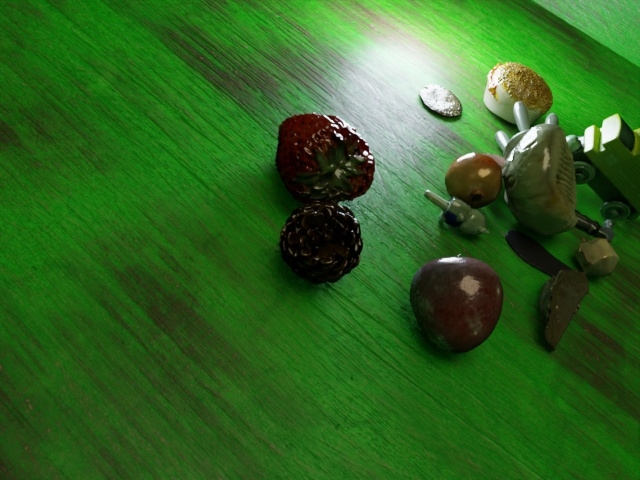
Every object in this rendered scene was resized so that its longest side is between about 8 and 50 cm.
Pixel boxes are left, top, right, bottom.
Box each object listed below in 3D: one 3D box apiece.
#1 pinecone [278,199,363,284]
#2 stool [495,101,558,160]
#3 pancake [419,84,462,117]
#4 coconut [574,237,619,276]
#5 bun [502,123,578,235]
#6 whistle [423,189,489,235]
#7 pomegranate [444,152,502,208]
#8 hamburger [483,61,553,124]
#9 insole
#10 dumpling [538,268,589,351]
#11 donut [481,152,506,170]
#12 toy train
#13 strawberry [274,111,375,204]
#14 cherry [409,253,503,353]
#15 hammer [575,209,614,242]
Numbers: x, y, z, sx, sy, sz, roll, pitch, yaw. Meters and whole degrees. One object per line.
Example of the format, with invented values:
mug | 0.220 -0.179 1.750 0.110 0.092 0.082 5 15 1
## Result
pinecone | 0.000 0.000 1.324 0.224 0.272 0.225 -2 78 10
stool | 0.787 -0.381 1.932 0.195 0.195 0.199 18 45 -4
pancake | 0.492 -0.570 2.084 0.199 0.021 0.199 9 51 -12
coconut | 0.907 0.064 1.672 0.116 0.116 0.122 2 48 -17
bun | 0.718 -0.200 1.702 0.365 0.219 0.366 15 72 -53
whistle | 0.434 -0.085 1.635 0.244 0.092 0.110 31 21 0
pomegranate | 0.506 -0.193 1.694 0.191 0.191 0.191 10 51 -12
hamburger | 0.825 -0.617 2.132 0.294 0.179 0.276 30 49 6
insole | 0.741 0.068 1.677 0.309 0.012 0.110 34 52 9
dumpling | 0.707 0.172 1.537 0.332 0.086 0.166 -40 106 -38
donut | 0.610 -0.264 1.857 0.165 0.065 0.117 -10 59 -27
toy train | 1.060 -0.247 1.812 0.442 0.272 0.179 37 54 -20
strawberry | -0.007 -0.245 1.534 0.311 0.267 0.351 23 12 -36
cherry | 0.354 0.148 1.346 0.213 0.235 0.286 44 48 -39
hammer | 0.944 -0.068 1.836 0.226 0.041 0.159 35 48 8
